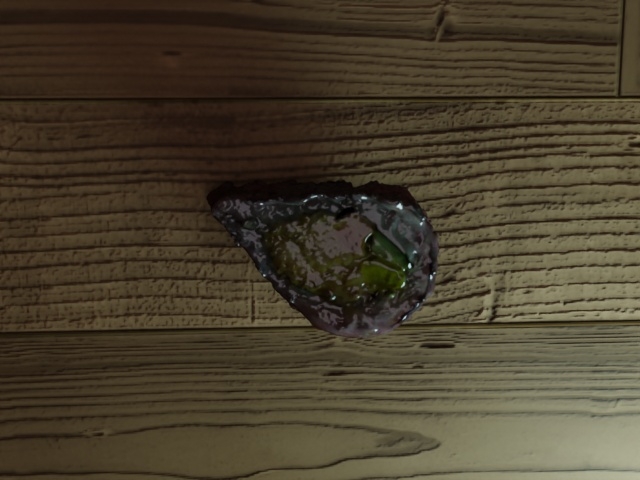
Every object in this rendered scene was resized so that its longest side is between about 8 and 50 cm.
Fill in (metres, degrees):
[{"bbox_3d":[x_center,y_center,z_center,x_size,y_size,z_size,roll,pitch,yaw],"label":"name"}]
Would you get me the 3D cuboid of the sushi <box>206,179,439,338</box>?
[{"bbox_3d":[0.003,0.019,1.726,0.241,0.107,0.161,0,103,2],"label":"sushi"}]
